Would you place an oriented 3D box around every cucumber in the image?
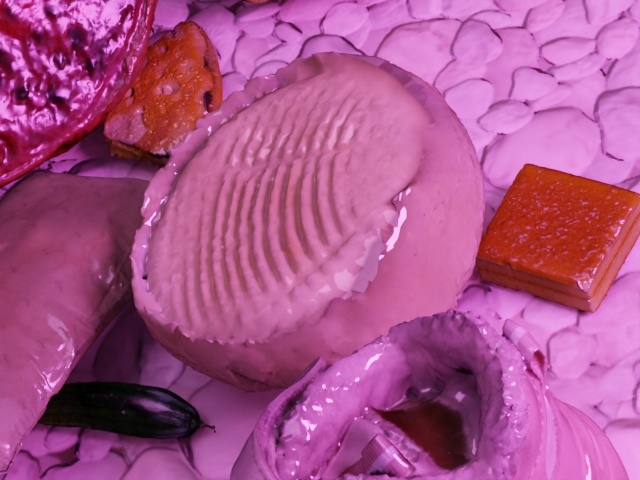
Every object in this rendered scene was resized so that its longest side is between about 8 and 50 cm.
[{"bbox_3d":[-0.149,0.120,1.116,0.168,0.039,0.039,1,55,28],"label":"cucumber"}]

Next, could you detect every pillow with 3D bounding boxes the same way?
[{"bbox_3d":[-0.224,0.053,1.125,0.185,0.075,0.302,9,45,29],"label":"pillow"}]

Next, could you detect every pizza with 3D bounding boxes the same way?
[{"bbox_3d":[-0.128,-0.114,1.290,0.099,0.036,0.160,-14,49,15],"label":"pizza"}]

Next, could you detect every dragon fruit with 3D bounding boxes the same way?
[{"bbox_3d":[-0.290,-0.223,1.314,0.302,0.240,0.330,-34,39,-13],"label":"dragon fruit"}]

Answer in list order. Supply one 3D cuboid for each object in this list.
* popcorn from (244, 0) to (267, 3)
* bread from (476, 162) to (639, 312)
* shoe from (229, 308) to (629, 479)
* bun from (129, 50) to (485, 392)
[{"bbox_3d":[-0.024,-0.324,1.287,0.225,0.249,0.249,-32,46,-19],"label":"popcorn"},{"bbox_3d":[0.164,-0.004,1.068,0.094,0.035,0.090,18,63,34],"label":"bread"},{"bbox_3d":[0.002,0.170,0.898,0.351,0.198,0.172,-35,46,-5],"label":"shoe"},{"bbox_3d":[0.000,0.000,1.064,0.259,0.152,0.259,-22,47,25],"label":"bun"}]
